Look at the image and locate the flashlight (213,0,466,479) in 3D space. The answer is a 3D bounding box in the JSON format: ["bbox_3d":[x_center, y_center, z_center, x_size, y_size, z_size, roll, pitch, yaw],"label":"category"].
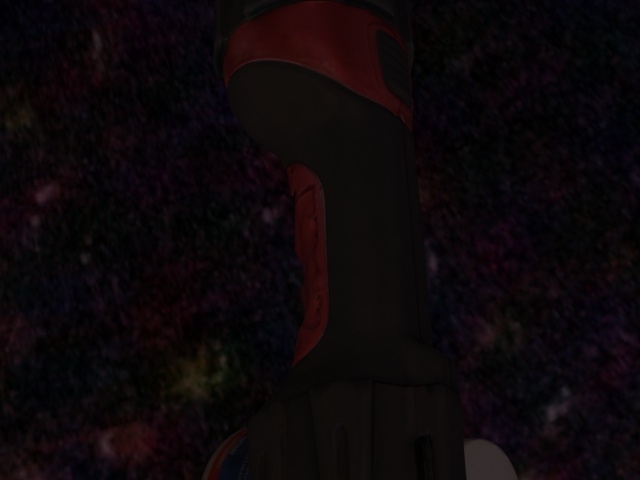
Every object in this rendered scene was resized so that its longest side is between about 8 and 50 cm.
[{"bbox_3d":[0.000,0.000,0.646,0.103,0.304,0.103,3,148,-8],"label":"flashlight"}]

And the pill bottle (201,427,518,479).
[{"bbox_3d":[0.028,0.188,0.998,0.221,0.124,0.124,-11,142,42],"label":"pill bottle"}]
